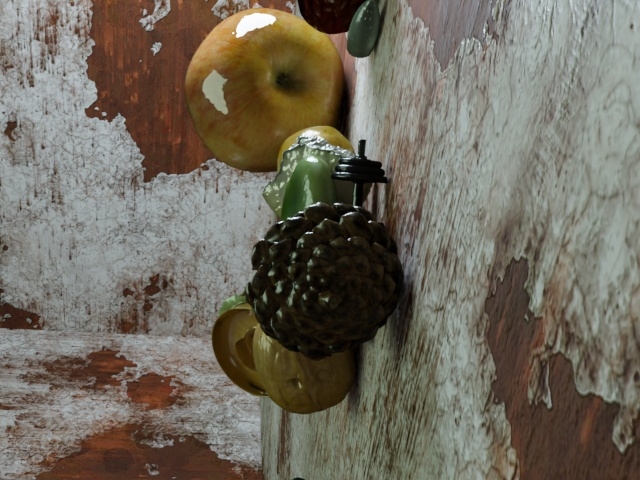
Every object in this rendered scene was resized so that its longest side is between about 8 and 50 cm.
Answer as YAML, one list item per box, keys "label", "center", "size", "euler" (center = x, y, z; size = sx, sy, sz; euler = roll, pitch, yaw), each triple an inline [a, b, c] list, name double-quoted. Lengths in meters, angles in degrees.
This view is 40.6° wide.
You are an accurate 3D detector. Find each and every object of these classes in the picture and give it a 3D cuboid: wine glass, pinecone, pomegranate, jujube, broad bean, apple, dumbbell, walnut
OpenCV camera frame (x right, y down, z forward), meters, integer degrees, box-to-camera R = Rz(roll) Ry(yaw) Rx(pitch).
- label: "wine glass"
  center: [0.089, -0.422, 1.609]
  size: [0.198, 0.066, 0.066]
  euler: [106, 166, -56]
- label: "pinecone"
  center: [0.009, 0.065, 1.329]
  size: [0.257, 0.244, 0.243]
  euler: [78, -166, -77]
- label: "pomegranate"
  center: [-0.013, -0.145, 1.786]
  size: [0.196, 0.196, 0.196]
  euler: [-176, 90, -83]
- label: "jujube"
  center: [0.027, -0.531, 1.696]
  size: [0.243, 0.183, 0.183]
  euler: [104, 167, -51]
- label: "broad bean"
  center: [-0.022, -0.042, 1.585]
  size: [0.169, 0.100, 0.228]
  euler: [-127, 51, -59]
- label: "apple"
  center: [-0.124, -0.350, 2.029]
  size: [0.346, 0.392, 0.391]
  euler: [-9, 77, 63]
- label: "dumbbell"
  center: [0.063, -0.069, 1.478]
  size: [0.099, 0.099, 0.208]
  euler: [-157, 72, -82]
- label: "walnut"
  center: [-0.029, 0.224, 1.656]
  size: [0.193, 0.193, 0.225]
  euler: [-104, 4, -67]

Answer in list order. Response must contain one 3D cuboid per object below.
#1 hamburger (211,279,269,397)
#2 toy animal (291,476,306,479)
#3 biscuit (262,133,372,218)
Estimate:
- label: "hamburger"
  center: [-0.099, 0.212, 2.003]
  size: [0.212, 0.274, 0.274]
  euler: [-38, -36, -50]
- label: "toy animal"
  center: [-0.030, 0.618, 1.887]
  size: [0.245, 0.115, 0.146]
  euler: [43, 139, 52]
- label: "biscuit"
  center: [-0.011, -0.114, 1.661]
  size: [0.040, 0.265, 0.188]
  euler: [-25, -84, -53]
